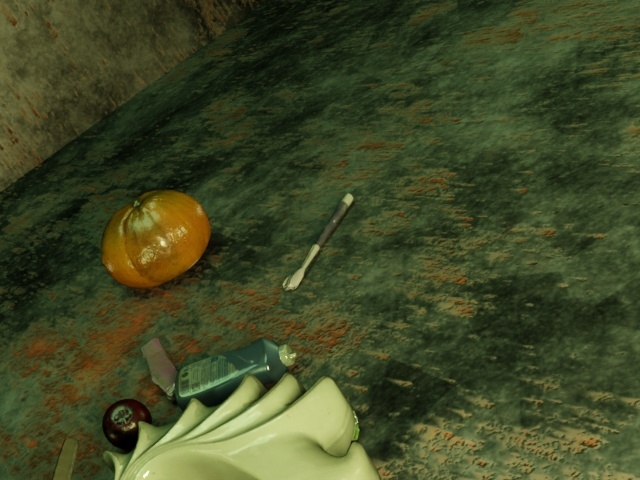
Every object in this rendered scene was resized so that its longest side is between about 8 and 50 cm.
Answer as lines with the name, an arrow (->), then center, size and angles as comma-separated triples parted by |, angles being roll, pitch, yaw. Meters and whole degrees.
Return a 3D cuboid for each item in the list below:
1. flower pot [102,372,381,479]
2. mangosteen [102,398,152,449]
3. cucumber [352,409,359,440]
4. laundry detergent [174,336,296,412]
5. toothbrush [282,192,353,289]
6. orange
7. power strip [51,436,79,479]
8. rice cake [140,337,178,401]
flower pot -> -0.108, 0.310, 1.241 | 0.367, 0.164, 0.254 | -26, 31, 8
mangosteen -> -0.311, 0.297, 1.576 | 0.081, 0.081, 0.081 | -23, 26, 12
cucumber -> 0.003, 0.257, 1.358 | 0.105, 0.048, 0.048 | -11, 31, 32
laundry detergent -> -0.131, 0.210, 1.563 | 0.206, 0.061, 0.096 | -22, 24, 14
toothbrush -> 0.000, 0.000, 1.860 | 0.026, 0.024, 0.288 | -24, 23, 43
orange -> -0.351, -0.008, 2.053 | 0.240, 0.171, 0.240 | -24, 27, 13
power strip -> -0.333, 0.427, 1.247 | 0.092, 0.251, 0.257 | 7, 26, -8
rice cake -> -0.272, 0.225, 1.705 | 0.047, 0.036, 0.206 | -42, 27, -4
